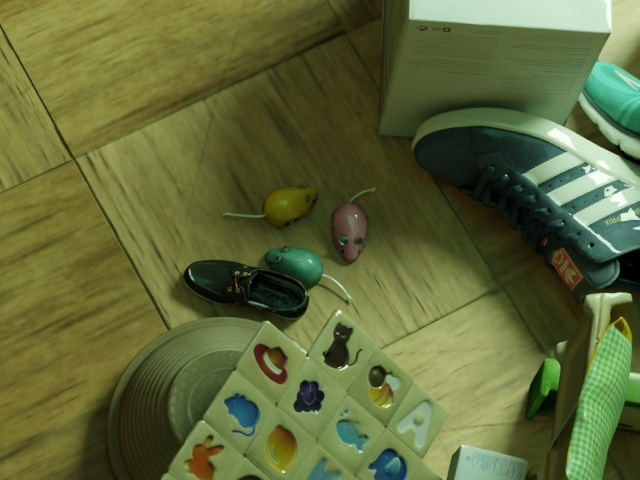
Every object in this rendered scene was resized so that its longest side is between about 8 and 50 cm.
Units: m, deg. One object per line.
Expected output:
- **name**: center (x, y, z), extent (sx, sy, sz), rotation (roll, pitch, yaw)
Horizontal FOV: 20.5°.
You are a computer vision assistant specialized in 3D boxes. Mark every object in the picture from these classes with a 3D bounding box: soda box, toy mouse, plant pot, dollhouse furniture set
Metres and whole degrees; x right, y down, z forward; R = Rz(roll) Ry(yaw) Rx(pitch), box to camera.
- **soda box**: center (0.141, 0.311, 1.697), extent (0.069, 0.074, 0.216), rotation (14, 75, 0)
- **toy mouse**: center (0.000, 0.000, 1.839), extent (0.161, 0.031, 0.143), rotation (-21, 72, -13)
- **plant pot**: center (-0.092, 0.177, 1.721), extent (0.237, 0.110, 0.237), rotation (2, 69, -4)
- **dollhouse furniture set**: center (0.281, 0.192, 1.647), extent (0.151, 0.301, 0.197), rotation (11, 67, 0)

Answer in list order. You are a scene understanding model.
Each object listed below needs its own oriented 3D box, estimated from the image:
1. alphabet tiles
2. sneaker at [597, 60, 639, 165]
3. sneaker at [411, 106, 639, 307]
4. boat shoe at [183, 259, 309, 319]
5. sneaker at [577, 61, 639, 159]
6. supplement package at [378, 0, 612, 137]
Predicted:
- **alphabet tiles**: center (-0.016, 0.252, 1.669), extent (0.285, 0.011, 0.342), rotation (43, 67, -24)
- **sneaker**: center (0.351, -0.143, 1.922), extent (0.089, 0.051, 0.170), rotation (-28, 78, -15)
- **sneaker**: center (0.250, -0.018, 1.817), extent (0.350, 0.131, 0.148), rotation (20, 64, 2)
- **boat shoe**: center (-0.075, 0.045, 1.811), extent (0.133, 0.042, 0.049), rotation (16, 70, 2)
- **sneaker**: center (0.377, -0.129, 1.790), extent (0.107, 0.110, 0.275), rotation (-14, 34, -40)
- **supplement package**: center (0.172, -0.243, 1.827), extent (0.199, 0.262, 0.198), rotation (4, 68, -4)
